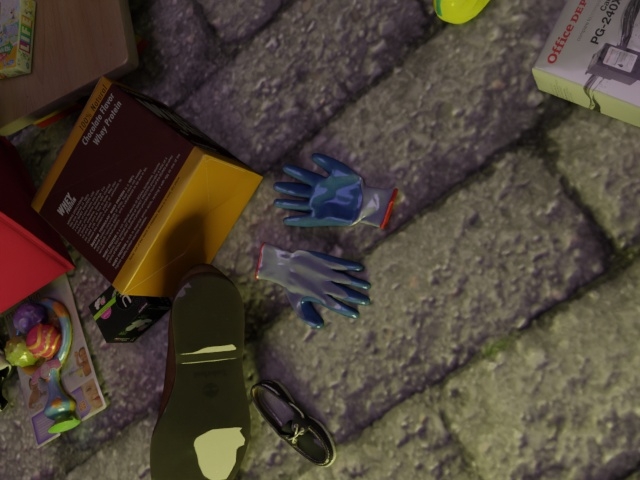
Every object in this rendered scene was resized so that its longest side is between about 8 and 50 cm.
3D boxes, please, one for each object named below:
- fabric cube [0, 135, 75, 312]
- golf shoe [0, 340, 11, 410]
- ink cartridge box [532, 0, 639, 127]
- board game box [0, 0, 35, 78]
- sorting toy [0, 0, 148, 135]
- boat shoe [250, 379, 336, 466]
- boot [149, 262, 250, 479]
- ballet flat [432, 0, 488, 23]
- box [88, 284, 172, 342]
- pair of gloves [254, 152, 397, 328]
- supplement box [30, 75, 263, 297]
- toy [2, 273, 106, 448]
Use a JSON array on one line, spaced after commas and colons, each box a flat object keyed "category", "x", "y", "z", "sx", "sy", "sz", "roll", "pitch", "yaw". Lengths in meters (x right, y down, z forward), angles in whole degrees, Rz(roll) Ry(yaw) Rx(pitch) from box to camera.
[{"category": "fabric cube", "x": -0.530, "y": -0.029, "z": 0.894, "sx": 0.258, "sy": 0.254, "sz": 0.259, "roll": -32, "pitch": 66, "yaw": -6}, {"category": "golf shoe", "x": -0.490, "y": 0.158, "z": 1.003, "sx": 0.093, "sy": 0.077, "sz": 0.198, "roll": -3, "pitch": 87, "yaw": 12}, {"category": "ink cartridge box", "x": 0.297, "y": -0.179, "z": 0.662, "sx": 0.150, "sy": 0.063, "sz": 0.109, "roll": 29, "pitch": 97, "yaw": 25}, {"category": "board game box", "x": -0.468, "y": -0.277, "z": 0.964, "sx": 0.154, "sy": 0.026, "sz": 0.104, "roll": -3, "pitch": 82, "yaw": 26}, {"category": "sorting toy", "x": -0.362, "y": -0.303, "z": 0.982, "sx": 0.255, "sy": 0.089, "sz": 0.257, "roll": -19, "pitch": 75, "yaw": 23}, {"category": "boat shoe", "x": -0.033, "y": 0.209, "z": 0.787, "sx": 0.046, "sy": 0.038, "sz": 0.125, "roll": -48, "pitch": 67, "yaw": 13}, {"category": "boot", "x": -0.145, "y": 0.176, "z": 0.827, "sx": 0.112, "sy": 0.115, "sz": 0.306, "roll": 4, "pitch": 101, "yaw": -17}, {"category": "ballet flat", "x": 0.197, "y": -0.335, "z": 0.722, "sx": 0.077, "sy": 0.077, "sz": 0.231, "roll": 43, "pitch": 102, "yaw": 24}, {"category": "box", "x": -0.249, "y": 0.086, "z": 0.899, "sx": 0.083, "sy": 0.052, "sz": 0.062, "roll": -41, "pitch": 68, "yaw": 14}, {"category": "pair of gloves", "x": 0.000, "y": 0.000, "z": 0.807, "sx": 0.159, "sy": 0.023, "sz": 0.198, "roll": 17, "pitch": 90, "yaw": 27}, {"category": "supplement box", "x": -0.217, "y": -0.063, "z": 0.859, "sx": 0.194, "sy": 0.129, "sz": 0.191, "roll": 37, "pitch": 100, "yaw": 24}, {"category": "toy", "x": -0.394, "y": 0.153, "z": 0.959, "sx": 0.136, "sy": 0.056, "sz": 0.237, "roll": -32, "pitch": 71, "yaw": 17}]
